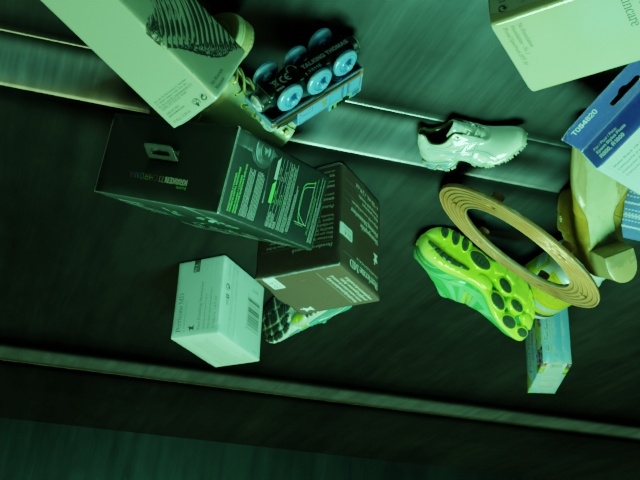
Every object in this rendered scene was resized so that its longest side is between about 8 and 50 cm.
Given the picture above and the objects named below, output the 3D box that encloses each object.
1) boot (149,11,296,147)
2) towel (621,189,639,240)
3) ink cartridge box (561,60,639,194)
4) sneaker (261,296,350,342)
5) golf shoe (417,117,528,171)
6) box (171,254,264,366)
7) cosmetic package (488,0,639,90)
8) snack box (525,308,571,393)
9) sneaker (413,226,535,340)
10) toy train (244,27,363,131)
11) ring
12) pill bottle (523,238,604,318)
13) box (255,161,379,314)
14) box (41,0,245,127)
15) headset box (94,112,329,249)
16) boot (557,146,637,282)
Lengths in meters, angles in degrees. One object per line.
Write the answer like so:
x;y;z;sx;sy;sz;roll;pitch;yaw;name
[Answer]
-0.111;-0.220;1.348;0.203;0.095;0.262;19;150;-28;boot
0.657;-0.085;1.625;0.243;0.040;0.336;10;149;-12;towel
0.501;-0.176;1.344;0.224;0.045;0.223;22;120;-33;ink cartridge box
-0.035;0.170;2.092;0.110;0.107;0.275;13;152;-40;sneaker
0.239;-0.161;1.473;0.176;0.069;0.086;-10;144;19;golf shoe
-0.217;0.155;1.982;0.119;0.181;0.182;-11;150;23;box
0.377;-0.308;1.127;0.309;0.113;0.160;-13;148;29;cosmetic package
0.511;0.233;2.083;0.070;0.174;0.207;1;152;5;snack box
0.309;0.083;1.837;0.295;0.109;0.123;42;161;-7;sneaker
-0.020;-0.217;1.284;0.184;0.080;0.105;-36;155;-21;toy train
0.352;0.004;1.623;0.336;0.032;0.336;37;172;6;ring
0.483;0.067;1.827;0.119;0.119;0.208;12;151;-19;pill bottle
0.000;0.000;1.647;0.167;0.203;0.168;-12;150;25;box
-0.230;-0.280;1.131;0.094;0.113;0.275;-26;121;39;box
-0.168;-0.091;1.424;0.246;0.131;0.283;10;174;32;headset box
0.445;-0.077;1.551;0.104;0.295;0.211;-14;-168;-3;boot
